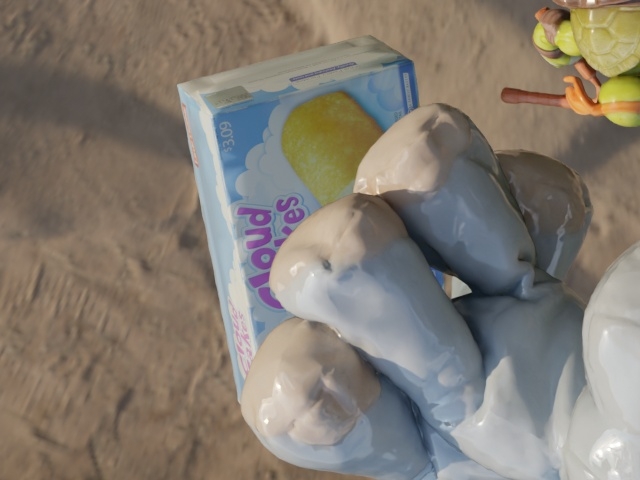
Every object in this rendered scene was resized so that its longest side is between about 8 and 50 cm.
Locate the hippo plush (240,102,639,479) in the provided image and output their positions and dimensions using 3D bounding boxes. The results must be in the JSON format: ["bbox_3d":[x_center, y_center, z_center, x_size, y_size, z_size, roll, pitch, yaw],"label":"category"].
[{"bbox_3d":[0.114,0.087,0.840,0.236,0.234,0.294,18,110,45],"label":"hippo plush"}]

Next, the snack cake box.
[{"bbox_3d":[0.000,0.000,1.166,0.152,0.089,0.264,-17,116,-16],"label":"snack cake box"}]

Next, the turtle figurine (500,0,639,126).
[{"bbox_3d":[0.185,-0.164,1.020,0.087,0.269,0.217,-7,98,-29],"label":"turtle figurine"}]
